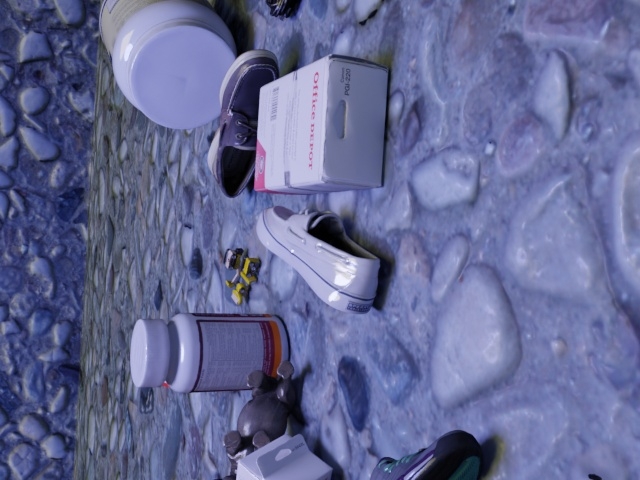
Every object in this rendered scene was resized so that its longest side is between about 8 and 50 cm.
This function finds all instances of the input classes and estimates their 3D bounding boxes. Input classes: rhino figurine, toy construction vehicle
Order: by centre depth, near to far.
[{"bbox_3d":[-0.098,0.293,0.984,0.106,0.073,0.243,85,-156,-60],"label":"rhino figurine"},{"bbox_3d":[-0.139,0.058,1.231,0.086,0.035,0.098,42,127,43],"label":"toy construction vehicle"}]

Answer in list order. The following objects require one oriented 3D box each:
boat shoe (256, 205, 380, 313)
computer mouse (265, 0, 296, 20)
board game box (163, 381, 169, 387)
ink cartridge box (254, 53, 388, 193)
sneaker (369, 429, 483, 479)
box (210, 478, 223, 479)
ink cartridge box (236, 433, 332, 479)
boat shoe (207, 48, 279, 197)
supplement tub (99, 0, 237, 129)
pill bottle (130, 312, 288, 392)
[{"bbox_3d":[0.000,0.000,0.922,0.258,0.095,0.084,39,117,45],"label":"boat shoe"},{"bbox_3d":[-0.086,-0.497,1.167,0.272,0.072,0.189,44,124,40],"label":"computer mouse"},{"bbox_3d":[-0.210,0.230,1.216,0.193,0.146,0.045,-14,74,62],"label":"board game box"},{"bbox_3d":[-0.005,-0.145,0.933,0.218,0.092,0.159,2,89,64],"label":"ink cartridge box"},{"bbox_3d":[0.087,0.249,0.723,0.098,0.083,0.224,-110,35,-46],"label":"sneaker"},{"bbox_3d":[-0.122,0.475,1.057,0.153,0.108,0.207,-27,63,58],"label":"box"},{"bbox_3d":[-0.052,0.337,0.916,0.090,0.092,0.143,27,120,35],"label":"ink cartridge box"},{"bbox_3d":[-0.123,-0.186,1.162,0.285,0.102,0.092,-61,42,45],"label":"boat shoe"},{"bbox_3d":[-0.298,-0.380,1.365,0.325,0.235,0.235,58,136,48],"label":"supplement tub"},{"bbox_3d":[-0.171,0.172,1.067,0.121,0.221,0.121,-14,74,61],"label":"pill bottle"}]
